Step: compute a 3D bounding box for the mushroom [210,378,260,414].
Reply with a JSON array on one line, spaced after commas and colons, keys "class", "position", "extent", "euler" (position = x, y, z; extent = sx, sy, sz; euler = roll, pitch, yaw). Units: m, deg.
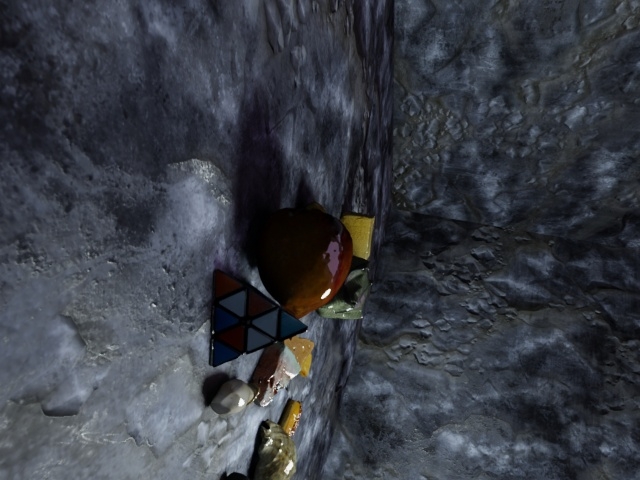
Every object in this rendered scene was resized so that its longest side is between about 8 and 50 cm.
[{"class": "mushroom", "position": [-0.246, 0.455, 1.204], "extent": [0.212, 0.088, 0.097], "euler": [71, 43, -73]}]

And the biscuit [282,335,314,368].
[{"class": "biscuit", "position": [-0.109, 0.458, 1.682], "extent": [0.250, 0.035, 0.162], "euler": [-10, 95, -51]}]

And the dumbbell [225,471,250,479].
[{"class": "dumbbell", "position": [-0.291, 0.834, 1.288], "extent": [0.191, 0.100, 0.100], "euler": [-47, 145, -61]}]

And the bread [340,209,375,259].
[{"class": "bread", "position": [0.187, -0.012, 2.244], "extent": [0.114, 0.185, 0.274], "euler": [-25, 124, -66]}]

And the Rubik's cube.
[{"class": "Rubik's cube", "position": [-0.237, 0.238, 1.150], "extent": [0.234, 0.284, 0.250], "euler": [-57, -164, -6]}]

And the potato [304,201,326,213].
[{"class": "potato", "position": [0.000, 0.000, 1.645], "extent": [0.195, 0.176, 0.369], "euler": [-46, 148, -21]}]

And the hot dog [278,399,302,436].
[{"class": "hot dog", "position": [-0.141, 0.825, 1.864], "extent": [0.249, 0.076, 0.102], "euler": [-60, 153, -47]}]

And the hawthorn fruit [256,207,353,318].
[{"class": "hawthorn fruit", "position": [-0.055, 0.053, 1.239], "extent": [0.308, 0.308, 0.324], "euler": [75, 33, -58]}]

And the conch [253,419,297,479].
[{"class": "conch", "position": [-0.166, 0.854, 1.640], "extent": [0.210, 0.159, 0.291], "euler": [-37, 134, -66]}]

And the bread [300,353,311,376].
[{"class": "bread", "position": [-0.092, 0.526, 1.826], "extent": [0.200, 0.077, 0.116], "euler": [69, 37, -60]}]

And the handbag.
[{"class": "handbag", "position": [0.122, 0.236, 2.089], "extent": [0.247, 0.240, 0.340], "euler": [74, 32, -50]}]

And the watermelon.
[{"class": "watermelon", "position": [-0.175, 0.476, 1.469], "extent": [0.241, 0.094, 0.154], "euler": [-54, 131, -47]}]

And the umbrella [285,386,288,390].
[{"class": "umbrella", "position": [-0.149, 0.635, 1.813], "extent": [0.149, 0.022, 0.022], "euler": [89, -5, -58]}]
